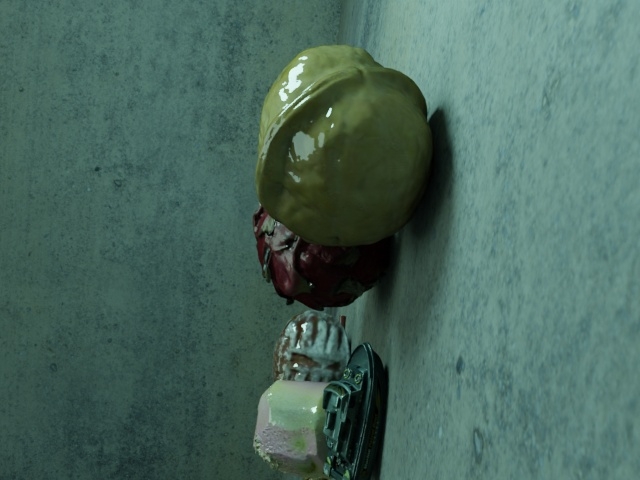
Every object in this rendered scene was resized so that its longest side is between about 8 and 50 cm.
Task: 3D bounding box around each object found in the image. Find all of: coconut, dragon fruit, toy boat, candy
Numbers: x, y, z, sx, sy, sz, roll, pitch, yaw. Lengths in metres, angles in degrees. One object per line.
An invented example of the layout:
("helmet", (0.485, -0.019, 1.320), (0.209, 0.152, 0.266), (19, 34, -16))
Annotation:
("coconut", (-0.018, 0.446, 1.570), (0.233, 0.245, 0.233), (-3, -87, -63))
("dragon fruit", (0.000, 0.001, 1.512), (0.329, 0.329, 0.329), (-173, 90, -85))
("toy boat", (0.068, 0.354, 1.366), (0.114, 0.122, 0.296), (7, 88, 60))
("candy", (-0.025, 0.339, 1.875), (0.157, 0.214, 0.289), (138, 138, -74))

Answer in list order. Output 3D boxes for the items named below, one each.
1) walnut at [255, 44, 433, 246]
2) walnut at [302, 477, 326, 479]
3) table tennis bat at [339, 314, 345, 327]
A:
("walnut", (0.041, -0.163, 1.222), (0.381, 0.381, 0.381), (-173, 90, -85))
("walnut", (-0.019, 0.740, 2.070), (0.079, 0.082, 0.096), (59, 152, 32))
("table tennis bat", (0.064, 0.306, 2.037), (0.098, 0.019, 0.155), (124, 149, -80))
